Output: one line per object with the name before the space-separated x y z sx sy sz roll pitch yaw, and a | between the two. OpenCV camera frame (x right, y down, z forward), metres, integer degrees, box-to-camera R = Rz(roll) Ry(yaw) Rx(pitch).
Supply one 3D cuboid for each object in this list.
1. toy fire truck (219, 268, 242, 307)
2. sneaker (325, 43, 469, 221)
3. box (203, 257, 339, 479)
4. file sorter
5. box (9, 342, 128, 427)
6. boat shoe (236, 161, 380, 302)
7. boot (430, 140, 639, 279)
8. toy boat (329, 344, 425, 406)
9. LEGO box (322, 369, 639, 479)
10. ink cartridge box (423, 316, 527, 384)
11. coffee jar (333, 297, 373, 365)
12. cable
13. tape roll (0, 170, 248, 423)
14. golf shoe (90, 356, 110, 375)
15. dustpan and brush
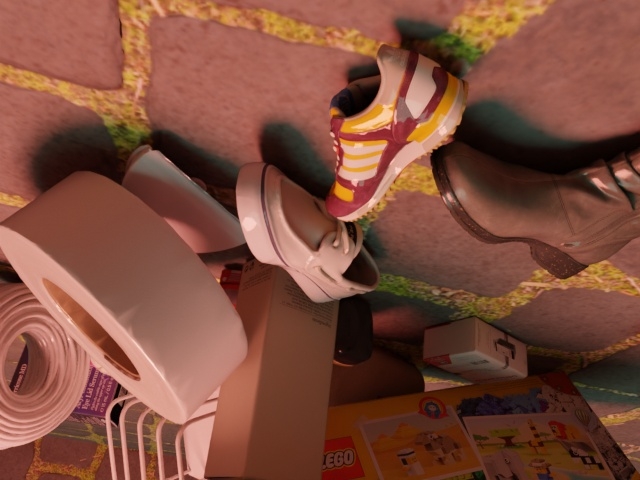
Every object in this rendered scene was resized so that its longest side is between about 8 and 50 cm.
toy fire truck | -0.117 0.139 0.843 0.047 0.135 0.192 4 151 6
sneaker | 0.036 -0.086 0.480 0.084 0.069 0.185 27 141 -15
box | -0.052 0.156 0.712 0.113 0.275 0.094 27 148 -31
file sorter | -0.220 0.349 0.968 0.173 0.192 0.278 -6 180 -42
box | -0.504 0.284 1.185 0.207 0.153 0.108 9 151 -3
boat shoe | 0.000 0.000 0.608 0.088 0.096 0.267 -7 149 17
boot | 0.222 -0.051 0.493 0.247 0.083 0.161 22 142 -35
toy boat | 0.066 0.255 1.040 0.231 0.151 0.151 31 173 -36
LEGO box | 0.224 0.424 0.862 0.501 0.372 0.193 -4 129 -17
ink cartridge box | 0.241 0.174 0.901 0.135 0.056 0.099 28 146 -32
coffee jar | -0.003 0.148 0.874 0.079 0.096 0.184 23 149 -36
cable | -0.479 0.195 0.908 0.089 0.257 0.257 -4 127 18
tape roll | -0.216 0.067 0.638 0.286 0.100 0.286 31 148 22
golf shoe | -0.354 0.191 1.026 0.140 0.115 0.306 18 149 -11
dustpan and brush | -0.182 -0.030 0.649 0.211 0.060 0.147 -24 126 35
